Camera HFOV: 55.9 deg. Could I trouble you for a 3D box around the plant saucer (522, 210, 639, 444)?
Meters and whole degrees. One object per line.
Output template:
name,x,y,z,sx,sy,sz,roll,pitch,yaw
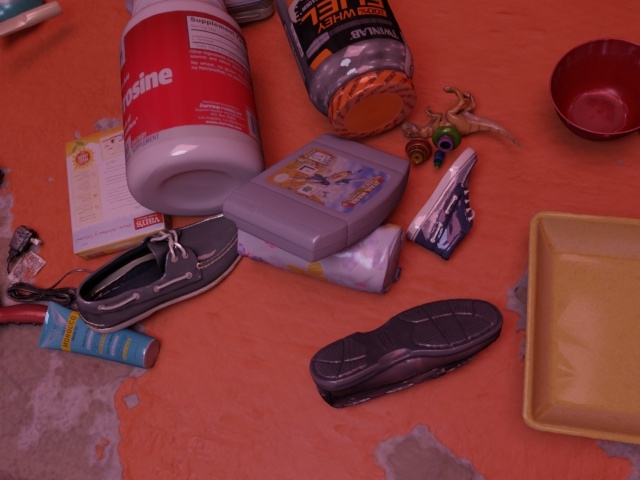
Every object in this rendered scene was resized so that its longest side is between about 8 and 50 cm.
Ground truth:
plant saucer,0.471,0.133,0.893,0.333,0.081,0.332,6,71,10

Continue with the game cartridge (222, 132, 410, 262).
game cartridge,0.014,-0.080,0.969,0.198,0.062,0.297,20,40,27

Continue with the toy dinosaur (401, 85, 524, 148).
toy dinosaur,0.255,-0.213,1.077,0.212,0.064,0.112,2,88,19

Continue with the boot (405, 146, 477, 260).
boot,0.229,-0.061,1.016,0.086,0.069,0.190,34,86,11

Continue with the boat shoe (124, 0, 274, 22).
boat shoe,-0.240,-0.473,1.220,0.303,0.094,0.109,-3,59,10

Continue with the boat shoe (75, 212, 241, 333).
boat shoe,-0.256,0.039,1.007,0.320,0.099,0.116,-32,64,-17

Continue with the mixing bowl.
mixing bowl,0.476,-0.236,1.019,0.182,0.098,0.181,-5,69,13

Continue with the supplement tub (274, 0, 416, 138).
supplement tub,0.046,-0.353,1.080,0.194,0.193,0.315,-20,68,1

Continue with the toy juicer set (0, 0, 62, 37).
toy juicer set,-0.637,-0.525,1.312,0.210,0.089,0.328,-14,59,-11

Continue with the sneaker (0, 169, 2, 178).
sneaker,-0.685,-0.173,1.181,0.131,0.087,0.227,-4,72,5

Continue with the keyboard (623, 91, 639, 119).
keyboard,0.669,-0.155,1.000,0.202,0.033,0.317,-23,68,7

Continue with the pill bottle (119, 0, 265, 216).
pill bottle,-0.234,-0.266,1.070,0.229,0.229,0.407,-12,68,4

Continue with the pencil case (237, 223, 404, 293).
pencil case,0.000,0.000,0.996,0.273,0.113,0.124,13,68,13

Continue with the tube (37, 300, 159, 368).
tube,-0.377,0.165,1.019,0.207,0.052,0.080,12,80,12

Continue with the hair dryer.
hair dryer,-0.552,0.124,1.049,0.224,0.080,0.293,34,78,18

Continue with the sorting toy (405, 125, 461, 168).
sorting toy,0.196,-0.156,1.049,0.102,0.061,0.042,-16,38,33

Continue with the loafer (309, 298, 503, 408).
loafer,0.135,0.176,0.935,0.303,0.095,0.109,-18,38,-3

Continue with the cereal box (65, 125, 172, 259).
cereal box,-0.378,-0.097,1.124,0.173,0.047,0.240,-15,68,3
